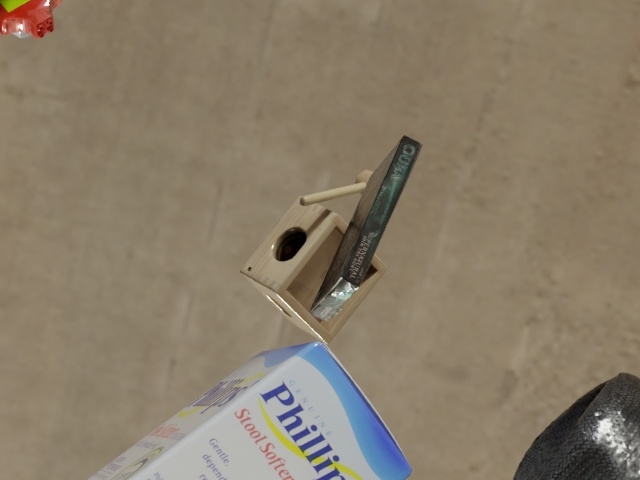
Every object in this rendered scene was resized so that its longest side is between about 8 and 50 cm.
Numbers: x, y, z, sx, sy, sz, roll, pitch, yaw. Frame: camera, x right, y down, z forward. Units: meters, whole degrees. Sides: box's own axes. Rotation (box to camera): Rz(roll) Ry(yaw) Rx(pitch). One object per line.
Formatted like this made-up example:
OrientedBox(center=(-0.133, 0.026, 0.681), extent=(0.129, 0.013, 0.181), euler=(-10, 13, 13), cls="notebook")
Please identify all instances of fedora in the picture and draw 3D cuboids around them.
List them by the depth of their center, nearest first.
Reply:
OrientedBox(center=(0.296, 0.257, 1.802), extent=(0.334, 0.152, 0.334), euler=(-49, -178, 2), cls="fedora")

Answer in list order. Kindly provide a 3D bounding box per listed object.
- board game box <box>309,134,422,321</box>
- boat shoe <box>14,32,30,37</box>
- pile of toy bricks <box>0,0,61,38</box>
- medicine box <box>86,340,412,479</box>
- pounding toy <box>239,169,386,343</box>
OrientedBox(center=(0.049, -0.012, 1.858), extent=(0.186, 0.026, 0.126), euler=(-65, -174, -24), cls="board game box")
OrientedBox(center=(-0.370, -0.423, 2.272), extent=(0.113, 0.105, 0.306), euler=(-30, 143, -76), cls="boat shoe")
OrientedBox(center=(-0.137, -0.216, 1.132), extent=(0.212, 0.105, 0.118), euler=(-35, 160, -21), cls="pile of toy bricks")
OrientedBox(center=(-0.097, 0.234, 1.554), extent=(0.289, 0.149, 0.263), euler=(-37, -177, -14), cls="medicine box")
OrientedBox(center=(-0.001, -0.010, 2.177), extent=(0.206, 0.181, 0.094), euler=(-52, -139, -10), cls="pounding toy")
